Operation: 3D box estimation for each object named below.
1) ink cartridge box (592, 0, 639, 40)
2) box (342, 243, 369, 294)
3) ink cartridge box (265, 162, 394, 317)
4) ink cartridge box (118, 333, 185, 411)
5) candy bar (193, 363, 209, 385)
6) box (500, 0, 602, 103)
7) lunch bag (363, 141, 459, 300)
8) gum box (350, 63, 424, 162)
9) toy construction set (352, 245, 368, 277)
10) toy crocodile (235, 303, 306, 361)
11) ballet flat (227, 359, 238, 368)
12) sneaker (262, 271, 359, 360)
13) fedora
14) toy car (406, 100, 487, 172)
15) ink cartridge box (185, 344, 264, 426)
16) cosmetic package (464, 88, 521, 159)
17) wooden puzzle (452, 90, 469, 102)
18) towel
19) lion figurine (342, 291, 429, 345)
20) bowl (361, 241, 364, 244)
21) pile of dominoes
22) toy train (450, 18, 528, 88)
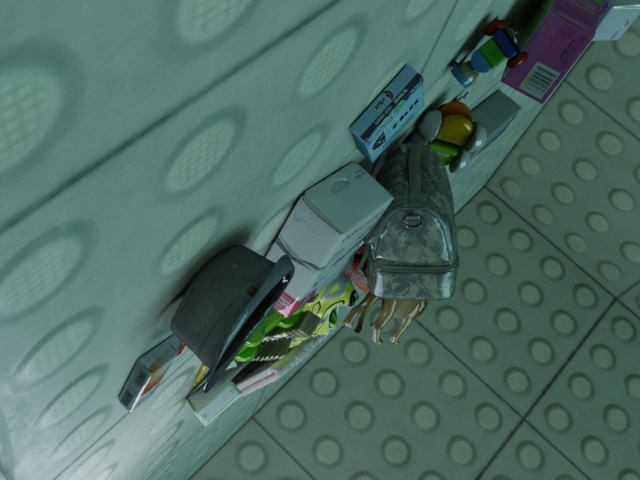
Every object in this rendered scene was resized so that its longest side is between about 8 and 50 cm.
[{"bbox_3d":[0.702,-0.616,1.900,0.086,0.203,0.148,-4,161,-6],"label":"ink cartridge box"},{"bbox_3d":[0.208,0.018,2.406,0.300,0.154,0.142,-38,166,-39],"label":"box"},{"bbox_3d":[0.000,0.000,1.598,0.207,0.117,0.283,-36,165,-46],"label":"ink cartridge box"},{"bbox_3d":[-0.297,0.238,1.495,0.179,0.045,0.145,-32,162,-48],"label":"ink cartridge box"},{"bbox_3d":[-0.276,0.305,1.895,0.040,0.018,0.161,-37,166,-44],"label":"candy bar"},{"bbox_3d":[0.546,-0.484,1.818,0.213,0.117,0.243,-60,-177,48],"label":"box"},{"bbox_3d":[0.207,-0.050,1.753,0.305,0.213,0.256,-80,172,-53],"label":"lunch bag"},{"bbox_3d":[0.130,-0.235,1.464,0.157,0.041,0.184,-47,170,1],"label":"gum box"},{"bbox_3d":[0.230,0.001,2.024,0.309,0.257,0.237,34,-69,63],"label":"toy construction set"},{"bbox_3d":[-0.138,0.181,1.811,0.340,0.105,0.115,-37,166,-27],"label":"toy crocodile"},{"bbox_3d":[-0.231,0.289,1.904,0.052,0.057,0.168,-28,177,-6],"label":"ballet flat"},{"bbox_3d":[-0.043,0.232,2.203,0.384,0.147,0.145,-51,171,31],"label":"sneaker"},{"bbox_3d":[-0.165,0.113,1.334,0.275,0.124,0.243,-53,174,-18],"label":"fedora"},{"bbox_3d":[0.300,-0.258,1.862,0.182,0.159,0.136,119,-20,-50],"label":"toy car"},{"bbox_3d":[-0.233,0.359,1.983,0.235,0.056,0.171,-40,-169,-13],"label":"ink cartridge box"},{"bbox_3d":[0.502,-0.353,2.370,0.238,0.107,0.127,-42,168,-43],"label":"cosmetic package"},{"bbox_3d":[0.330,-0.335,1.982,0.116,0.014,0.078,-43,173,-22],"label":"wooden puzzle"},{"bbox_3d":[-0.134,0.386,2.439,0.317,0.053,0.332,-34,-179,40],"label":"towel"},{"bbox_3d":[0.216,0.175,2.241,0.240,0.142,0.392,-58,163,7],"label":"lion figurine"},{"bbox_3d":[0.070,-0.018,1.921,0.170,0.080,0.170,-45,170,-10],"label":"bowl"},{"bbox_3d":[-0.084,0.230,1.964,0.196,0.040,0.251,-60,-164,-23],"label":"pile of dominoes"},{"bbox_3d":[0.371,-0.403,1.707,0.143,0.105,0.248,-34,-178,22],"label":"toy train"}]
